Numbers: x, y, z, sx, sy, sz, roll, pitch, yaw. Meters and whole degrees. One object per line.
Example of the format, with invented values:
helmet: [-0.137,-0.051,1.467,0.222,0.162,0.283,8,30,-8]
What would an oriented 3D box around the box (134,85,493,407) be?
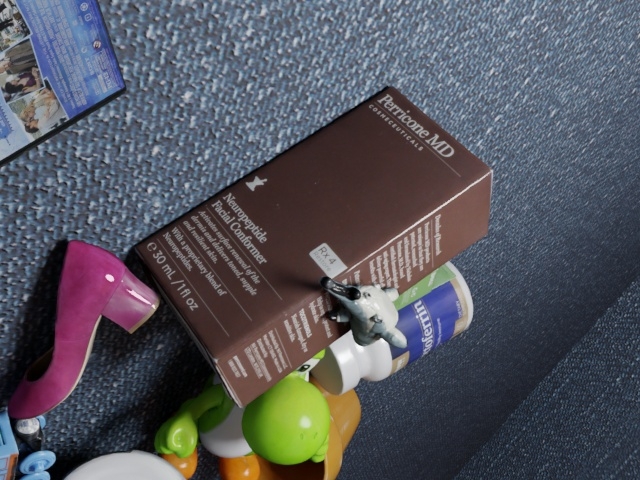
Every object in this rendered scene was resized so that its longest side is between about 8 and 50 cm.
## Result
box: [0.000,0.000,0.881,0.381,0.191,0.143,-34,148,-15]

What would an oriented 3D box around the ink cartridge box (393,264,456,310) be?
ink cartridge box: [0.106,0.045,1.135,0.209,0.109,0.062,-26,146,-26]

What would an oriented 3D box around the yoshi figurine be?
yoshi figurine: [-0.098,0.256,1.002,0.203,0.203,0.362,-38,170,-46]

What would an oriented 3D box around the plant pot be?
plant pot: [-0.030,0.315,1.250,0.188,0.205,0.205,-23,147,-56]

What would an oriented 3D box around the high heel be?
high heel: [-0.296,0.103,0.812,0.244,0.082,0.117,-38,118,21]

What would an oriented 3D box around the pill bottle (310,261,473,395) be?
pill bottle: [0.105,0.135,1.201,0.265,0.153,0.153,-26,145,-25]

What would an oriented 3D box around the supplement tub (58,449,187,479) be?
supplement tub: [-0.278,0.430,1.039,0.207,0.207,0.338,-27,161,-24]

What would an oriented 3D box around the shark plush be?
shark plush: [0.041,0.084,0.801,0.067,0.073,0.161,-18,160,20]

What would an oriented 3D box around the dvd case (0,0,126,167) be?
dvd case: [-0.270,-0.122,0.538,0.253,0.022,0.180,-40,147,-26]

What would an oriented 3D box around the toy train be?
toy train: [-0.390,0.281,0.901,0.105,0.080,0.184,-4,135,-34]
